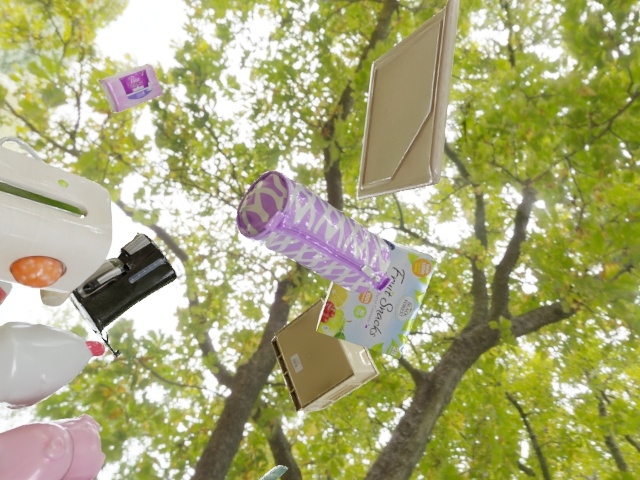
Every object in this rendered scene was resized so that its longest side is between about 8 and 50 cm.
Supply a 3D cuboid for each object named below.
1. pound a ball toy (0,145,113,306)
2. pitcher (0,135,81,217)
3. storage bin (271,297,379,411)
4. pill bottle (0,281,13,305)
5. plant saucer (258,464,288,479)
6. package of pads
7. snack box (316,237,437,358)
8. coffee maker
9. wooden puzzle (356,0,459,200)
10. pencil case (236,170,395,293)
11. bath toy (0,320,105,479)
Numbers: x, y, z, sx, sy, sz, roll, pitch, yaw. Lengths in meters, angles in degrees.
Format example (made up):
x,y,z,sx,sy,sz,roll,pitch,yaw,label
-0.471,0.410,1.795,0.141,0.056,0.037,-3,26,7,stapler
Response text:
x,y,z,sx,sy,sz,roll,pitch,yaw,label
-0.405,0.003,0.540,0.208,0.319,0.136,-34,-126,24,pound a ball toy
-0.675,-0.141,1.106,0.125,0.207,0.178,-7,-107,41,pitcher
0.001,0.360,1.439,0.260,0.123,0.262,-41,-123,24,storage bin
-0.682,0.161,0.745,0.176,0.176,0.319,-24,-144,46,pill bottle
-0.136,0.607,1.167,0.119,0.119,0.021,-45,-107,29,plant saucer
-0.291,-0.235,0.708,0.032,0.050,0.083,22,-133,39,package of pads
0.106,0.101,0.897,0.070,0.174,0.207,-71,180,-78,snack box
-0.381,0.097,0.906,0.120,0.171,0.178,13,-140,45,coffee maker
0.117,-0.172,0.632,0.238,0.044,0.221,176,-78,-73,wooden puzzle
0.000,0.000,0.535,0.086,0.206,0.088,-47,-138,16,pencil case
-0.287,0.254,0.502,0.151,0.129,0.348,-41,-119,48,bath toy
